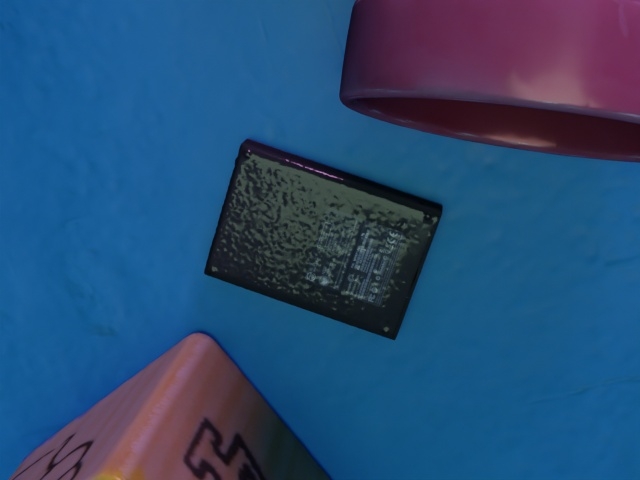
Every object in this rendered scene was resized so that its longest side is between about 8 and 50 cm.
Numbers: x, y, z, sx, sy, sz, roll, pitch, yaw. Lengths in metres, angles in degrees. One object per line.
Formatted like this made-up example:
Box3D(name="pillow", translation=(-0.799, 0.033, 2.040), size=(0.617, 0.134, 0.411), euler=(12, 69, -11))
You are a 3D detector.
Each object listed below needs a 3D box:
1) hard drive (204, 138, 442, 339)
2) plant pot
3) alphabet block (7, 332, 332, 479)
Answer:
Box3D(name="hard drive", translation=(0.000, 0.000, 0.612), size=(0.135, 0.022, 0.094), euler=(19, 109, 2))
Box3D(name="plant pot", translation=(0.121, -0.142, 0.473), size=(0.201, 0.201, 0.180), euler=(10, 93, 5))
Box3D(name="alphabet block", translation=(-0.106, 0.210, 0.599), size=(0.192, 0.197, 0.193), euler=(-38, 99, 17))
